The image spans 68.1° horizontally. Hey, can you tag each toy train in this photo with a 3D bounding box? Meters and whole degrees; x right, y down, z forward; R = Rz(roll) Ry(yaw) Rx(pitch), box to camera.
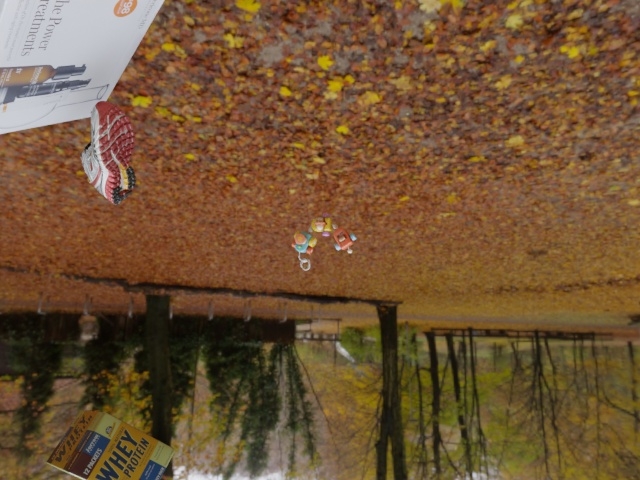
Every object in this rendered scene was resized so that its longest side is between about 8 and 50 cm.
[{"bbox_3d":[0.000,0.000,1.198,0.166,0.125,0.046,-29,161,15],"label":"toy train"}]

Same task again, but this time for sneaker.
[{"bbox_3d":[-0.415,-0.166,0.899,0.092,0.088,0.225,30,135,5],"label":"sneaker"}]

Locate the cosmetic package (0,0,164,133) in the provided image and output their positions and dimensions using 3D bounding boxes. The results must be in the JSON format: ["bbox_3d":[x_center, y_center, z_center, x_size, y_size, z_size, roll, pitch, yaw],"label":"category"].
[{"bbox_3d":[-0.470,-0.344,0.832,0.377,0.097,0.284,-35,-177,39],"label":"cosmetic package"}]

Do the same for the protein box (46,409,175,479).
[{"bbox_3d":[-0.506,0.521,1.145,0.201,0.136,0.199,42,142,-25],"label":"protein box"}]
